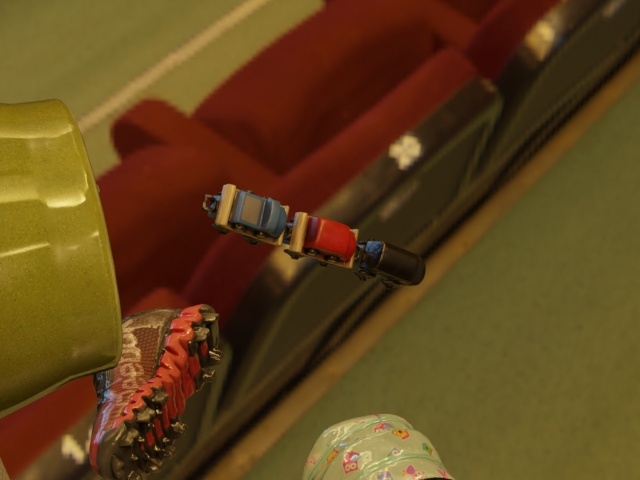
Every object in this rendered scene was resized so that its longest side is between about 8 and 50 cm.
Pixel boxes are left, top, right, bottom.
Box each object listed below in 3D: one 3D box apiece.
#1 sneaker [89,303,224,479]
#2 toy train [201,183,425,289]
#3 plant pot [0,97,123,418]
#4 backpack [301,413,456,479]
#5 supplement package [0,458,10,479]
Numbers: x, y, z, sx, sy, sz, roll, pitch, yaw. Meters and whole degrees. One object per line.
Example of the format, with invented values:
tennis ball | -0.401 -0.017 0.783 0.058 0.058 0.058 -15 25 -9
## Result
sneaker | -0.205 0.163 1.789 0.135 0.097 0.276 6 34 15
toy train | 0.000 0.000 0.948 0.158 0.027 0.036 19 -10 -37
plant pot | -0.359 0.029 1.377 0.353 0.366 0.366 -12 46 -14
backpack | 0.041 0.235 1.363 0.152 0.182 0.115 -13 44 -31
supplement package | -0.319 0.141 1.097 0.175 0.293 0.177 -22 8 -6
